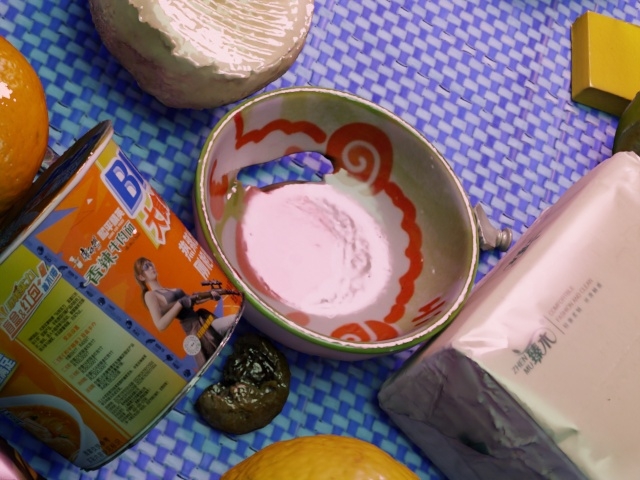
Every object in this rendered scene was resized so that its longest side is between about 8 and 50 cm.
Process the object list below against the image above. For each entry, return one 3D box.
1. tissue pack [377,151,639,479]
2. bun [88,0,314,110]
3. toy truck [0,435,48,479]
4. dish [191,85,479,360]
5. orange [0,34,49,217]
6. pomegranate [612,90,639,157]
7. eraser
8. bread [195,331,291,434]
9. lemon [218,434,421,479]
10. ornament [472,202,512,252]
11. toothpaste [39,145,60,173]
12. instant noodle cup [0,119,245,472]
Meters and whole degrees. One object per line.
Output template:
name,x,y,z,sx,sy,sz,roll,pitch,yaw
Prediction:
tissue pack,0.294,0.135,1.868,0.297,0.207,0.380,46,54,-3
bun,-0.145,-0.254,1.855,0.259,0.152,0.259,13,63,-26
toy truck,-0.357,0.266,1.347,0.181,0.405,0.254,30,66,-13
dish,0.000,0.000,1.834,0.324,0.124,0.324,12,56,-18
orange,-0.369,-0.110,1.630,0.193,0.219,0.219,52,46,-39
pomegranate,0.494,-0.132,2.043,0.260,0.340,0.260,9,40,-7
eraser,0.373,-0.226,2.182,0.097,0.045,0.122,16,60,-20
bread,-0.071,0.150,1.757,0.082,0.060,0.113,34,54,-7
lemon,0.000,0.321,1.585,0.293,0.293,0.293,12,62,-23
ornament,0.181,-0.014,1.982,0.092,0.041,0.068,31,36,-1
toothpaste,-0.263,-0.063,1.781,0.140,0.021,0.037,40,50,-2
instant noodle cup,-0.221,0.062,1.599,0.214,0.296,0.296,43,54,-12
